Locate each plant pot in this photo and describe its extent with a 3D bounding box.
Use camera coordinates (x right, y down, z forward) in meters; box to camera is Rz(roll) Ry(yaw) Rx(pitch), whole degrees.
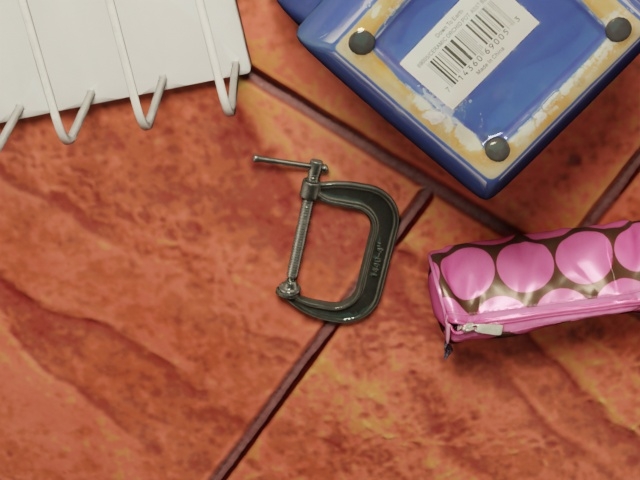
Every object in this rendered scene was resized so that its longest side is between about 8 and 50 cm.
[{"bbox_3d":[0.117,-0.187,1.166,0.236,0.212,0.236,39,108,-17],"label":"plant pot"}]

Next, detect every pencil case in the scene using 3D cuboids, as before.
[{"bbox_3d":[0.202,0.041,1.331,0.209,0.098,0.095,-11,114,4],"label":"pencil case"}]

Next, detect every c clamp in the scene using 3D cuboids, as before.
[{"bbox_3d":[0.000,0.000,1.356,0.137,0.022,0.161,3,113,-8],"label":"c clamp"}]

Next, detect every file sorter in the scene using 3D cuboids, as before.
[{"bbox_3d":[-0.214,-0.176,1.190,0.277,0.173,0.193,-11,113,5],"label":"file sorter"}]
